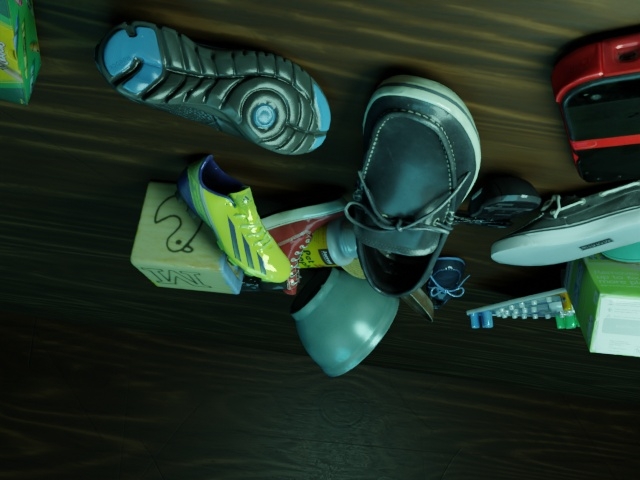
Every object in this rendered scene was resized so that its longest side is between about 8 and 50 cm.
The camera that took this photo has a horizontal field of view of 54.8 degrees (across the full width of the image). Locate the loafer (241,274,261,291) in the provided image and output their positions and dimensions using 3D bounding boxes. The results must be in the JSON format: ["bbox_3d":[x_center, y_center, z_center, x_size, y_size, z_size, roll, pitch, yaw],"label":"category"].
[{"bbox_3d":[-0.253,0.113,1.811,0.223,0.076,0.078,10,152,-16],"label":"loafer"}]

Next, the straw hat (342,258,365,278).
[{"bbox_3d":[0.101,0.011,1.408,0.144,0.145,0.061,-1,-164,24],"label":"straw hat"}]

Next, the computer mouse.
[{"bbox_3d":[0.286,-0.074,1.132,0.184,0.060,0.262,2,171,4],"label":"computer mouse"}]

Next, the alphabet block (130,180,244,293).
[{"bbox_3d":[-0.273,-0.002,1.347,0.197,0.193,0.193,5,158,6],"label":"alphabet block"}]

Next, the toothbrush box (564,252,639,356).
[{"bbox_3d":[0.598,0.101,1.171,0.206,0.122,0.283,4,-160,11],"label":"toothbrush box"}]

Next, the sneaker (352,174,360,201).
[{"bbox_3d":[0.085,-0.086,1.181,0.058,0.052,0.135,7,159,23],"label":"sneaker"}]

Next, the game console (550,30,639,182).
[{"bbox_3d":[0.518,-0.172,0.795,0.386,0.060,0.342,-3,163,29],"label":"game console"}]

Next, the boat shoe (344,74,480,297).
[{"bbox_3d":[0.141,-0.058,1.007,0.186,0.156,0.500,17,151,12],"label":"boat shoe"}]

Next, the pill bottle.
[{"bbox_3d":[0.000,0.000,1.347,0.214,0.117,0.117,-5,156,31],"label":"pill bottle"}]

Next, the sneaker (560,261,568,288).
[{"bbox_3d":[0.603,0.086,1.443,0.064,0.061,0.158,-2,159,8],"label":"sneaker"}]

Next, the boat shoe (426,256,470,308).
[{"bbox_3d":[0.323,0.114,1.575,0.109,0.089,0.258,4,160,12],"label":"boat shoe"}]

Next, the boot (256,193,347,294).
[{"bbox_3d":[-0.037,0.014,1.264,0.244,0.176,0.088,-18,-170,18],"label":"boot"}]

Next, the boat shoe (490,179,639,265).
[{"bbox_3d":[0.448,-0.034,1.099,0.113,0.105,0.306,23,148,-39],"label":"boat shoe"}]

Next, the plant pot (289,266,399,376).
[{"bbox_3d":[0.041,0.193,1.682,0.196,0.293,0.293,41,151,-11],"label":"plant pot"}]

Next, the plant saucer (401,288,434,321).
[{"bbox_3d":[0.232,0.132,1.618,0.198,0.036,0.198,45,176,4],"label":"plant saucer"}]

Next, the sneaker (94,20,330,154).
[{"bbox_3d":[-0.141,-0.217,0.865,0.340,0.125,0.139,17,-174,-30],"label":"sneaker"}]

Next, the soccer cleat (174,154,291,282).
[{"bbox_3d":[-0.152,-0.038,1.176,0.289,0.093,0.121,47,120,-6],"label":"soccer cleat"}]

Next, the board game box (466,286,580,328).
[{"bbox_3d":[0.645,0.178,1.573,0.389,0.050,0.390,4,163,-26],"label":"board game box"}]

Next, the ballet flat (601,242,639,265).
[{"bbox_3d":[0.639,-0.038,1.053,0.124,0.116,0.342,-5,162,-23],"label":"ballet flat"}]

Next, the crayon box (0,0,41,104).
[{"bbox_3d":[-0.460,-0.291,0.782,0.165,0.081,0.278,14,159,-16],"label":"crayon box"}]
